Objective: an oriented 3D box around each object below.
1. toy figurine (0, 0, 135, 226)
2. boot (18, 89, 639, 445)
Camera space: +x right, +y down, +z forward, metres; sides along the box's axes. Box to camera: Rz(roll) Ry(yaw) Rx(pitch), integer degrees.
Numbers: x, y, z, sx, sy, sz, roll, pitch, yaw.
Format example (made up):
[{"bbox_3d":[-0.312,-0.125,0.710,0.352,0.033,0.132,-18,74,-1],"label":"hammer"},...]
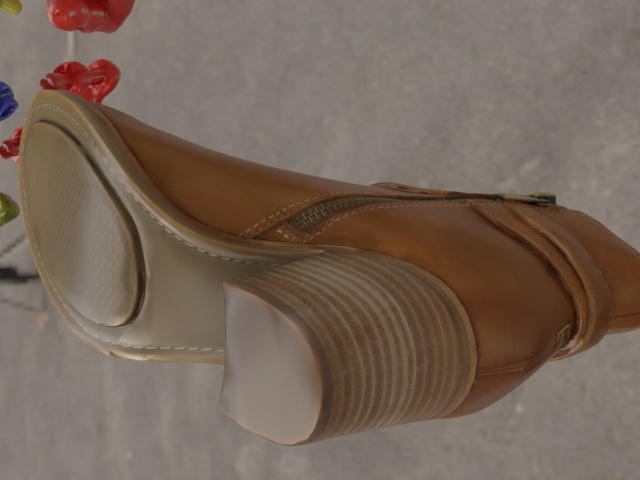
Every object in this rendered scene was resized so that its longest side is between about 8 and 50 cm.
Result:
[{"bbox_3d":[-0.252,-0.109,0.788,0.217,0.191,0.362,46,115,8],"label":"toy figurine"},{"bbox_3d":[0.000,0.000,0.496,0.197,0.152,0.073,37,126,39],"label":"boot"}]
